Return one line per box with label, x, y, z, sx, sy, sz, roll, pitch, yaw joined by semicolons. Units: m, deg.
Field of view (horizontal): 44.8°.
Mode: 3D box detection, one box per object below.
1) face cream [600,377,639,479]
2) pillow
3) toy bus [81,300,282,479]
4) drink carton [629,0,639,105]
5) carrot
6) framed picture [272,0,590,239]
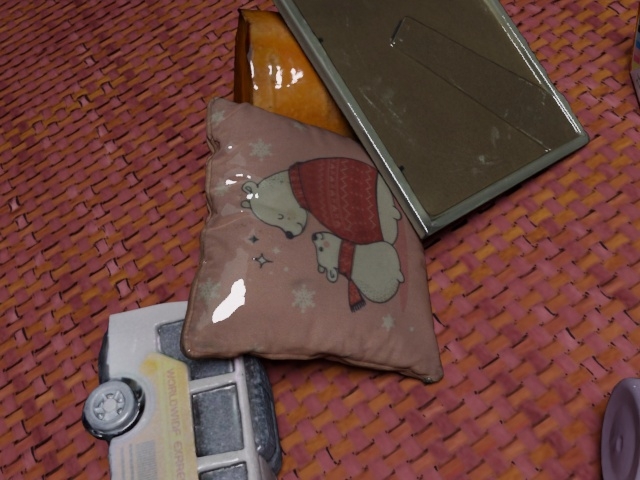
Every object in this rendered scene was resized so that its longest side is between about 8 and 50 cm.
face cream;0.335;0.153;0.511;0.274;0.096;0.154;6;55;3
pillow;0.000;0.000;0.650;0.223;0.084;0.236;14;61;-23
toy bus;-0.093;0.205;0.575;0.138;0.097;0.342;-14;55;3
drink carton;0.404;-0.182;0.701;0.223;0.096;0.071;-7;55;10
carrot;0.025;-0.153;0.764;0.225;0.159;0.159;-5;55;-6
framed picture;0.096;-0.169;0.708;0.213;0.016;0.289;-29;83;-25
